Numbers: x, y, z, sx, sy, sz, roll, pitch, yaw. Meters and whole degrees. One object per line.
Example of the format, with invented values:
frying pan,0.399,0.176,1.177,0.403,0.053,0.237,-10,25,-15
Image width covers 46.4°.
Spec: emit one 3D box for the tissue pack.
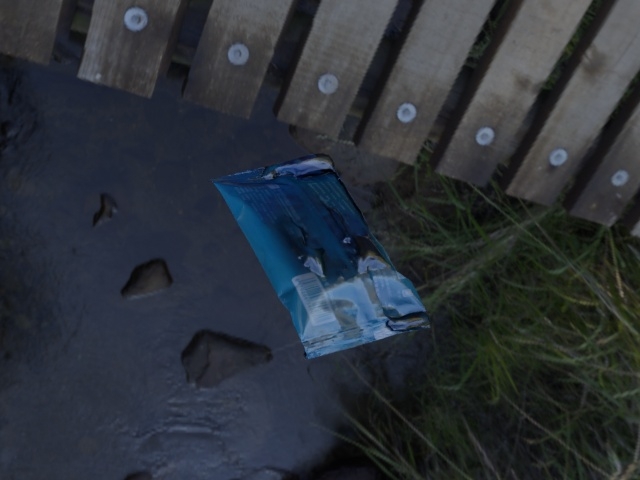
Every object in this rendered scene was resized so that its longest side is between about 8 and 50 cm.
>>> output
tissue pack,0.000,0.000,0.422,0.085,0.138,0.028,-11,139,-29
